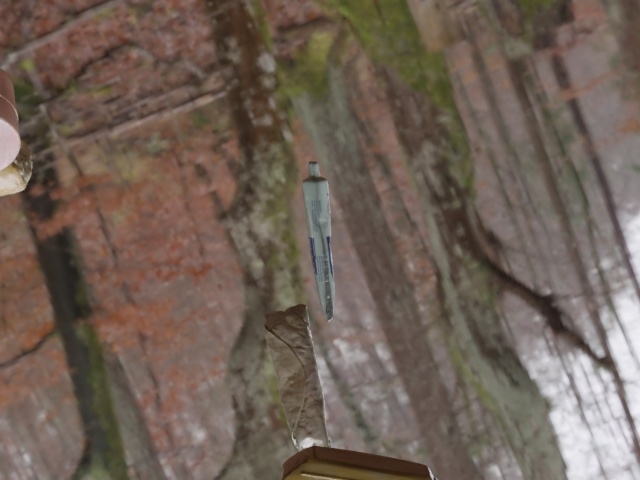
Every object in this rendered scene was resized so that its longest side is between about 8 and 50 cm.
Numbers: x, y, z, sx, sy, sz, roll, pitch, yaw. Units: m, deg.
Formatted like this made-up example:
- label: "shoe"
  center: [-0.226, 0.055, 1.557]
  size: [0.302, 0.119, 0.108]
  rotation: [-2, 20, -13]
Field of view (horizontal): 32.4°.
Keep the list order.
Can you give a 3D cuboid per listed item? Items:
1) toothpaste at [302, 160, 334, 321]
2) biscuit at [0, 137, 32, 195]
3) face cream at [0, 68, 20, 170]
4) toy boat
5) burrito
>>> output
- label: "toothpaste"
  center: [0.000, 0.000, 1.609]
  size: [0.038, 0.233, 0.060]
  rotation: [-6, -172, -4]
- label: "biscuit"
  center: [-0.565, -0.118, 1.752]
  size: [0.213, 0.091, 0.274]
  rotation: [-4, -160, -5]
- label: "face cream"
  center: [-0.496, -0.168, 1.527]
  size: [0.149, 0.104, 0.149]
  rotation: [-12, 148, -8]
- label: "toy boat"
  center: [0.054, 0.286, 1.252]
  size: [0.200, 0.077, 0.057]
  rotation: [10, -170, -1]
- label: "burrito"
  center: [-0.037, 0.232, 1.840]
  size: [0.082, 0.275, 0.059]
  rotation: [-23, 150, 18]
